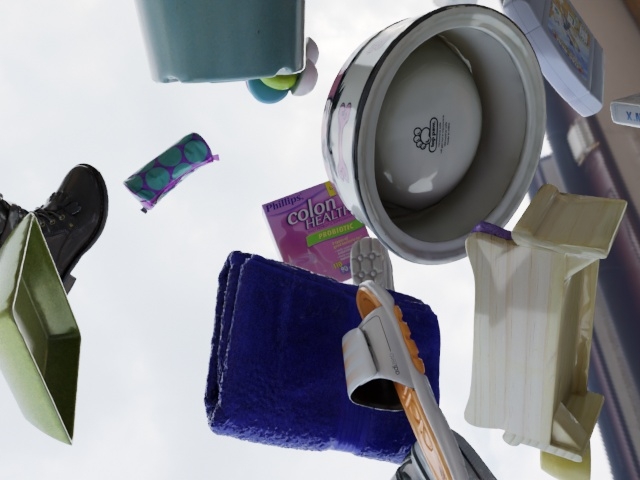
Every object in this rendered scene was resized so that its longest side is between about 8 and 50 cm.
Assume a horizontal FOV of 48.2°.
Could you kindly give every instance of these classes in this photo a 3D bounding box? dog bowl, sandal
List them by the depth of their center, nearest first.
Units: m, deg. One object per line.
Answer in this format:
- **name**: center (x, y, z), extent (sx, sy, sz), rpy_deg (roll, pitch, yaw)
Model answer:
- **sandal**: center (0.070, 0.156, 0.739), extent (0.076, 0.102, 0.265), rpy_deg (-16, -126, -10)
- **dog bowl**: center (0.176, -0.174, 1.164), extent (0.408, 0.408, 0.150), rpy_deg (-24, -151, -27)

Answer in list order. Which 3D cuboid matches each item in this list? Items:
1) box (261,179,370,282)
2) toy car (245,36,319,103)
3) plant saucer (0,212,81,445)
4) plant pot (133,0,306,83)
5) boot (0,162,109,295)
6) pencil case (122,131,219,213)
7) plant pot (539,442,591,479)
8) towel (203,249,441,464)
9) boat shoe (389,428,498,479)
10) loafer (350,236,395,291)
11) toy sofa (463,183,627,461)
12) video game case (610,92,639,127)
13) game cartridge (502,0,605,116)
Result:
- **box**: center (0.000, 0.000, 1.710), extent (0.213, 0.117, 0.243), rpy_deg (-20, -101, -7)
- **toy car**: center (-0.095, -0.339, 1.398), extent (0.159, 0.136, 0.182), rpy_deg (21, -137, -19)
- **plant saucer**: center (-0.310, 0.095, 0.766), extent (0.045, 0.188, 0.188), rpy_deg (-12, -146, -7)
- **plant pot**: center (-0.159, -0.426, 1.121), extent (0.341, 0.334, 0.341), rpy_deg (-4, -163, 1)
- **boot**: center (-0.408, -0.029, 0.986), extent (0.091, 0.229, 0.263), rpy_deg (7, -110, 19)
- **pencil case**: center (-0.244, -0.113, 1.167), extent (0.151, 0.064, 0.070), rpy_deg (-42, -113, -17)
- **plant pot**: center (0.511, 0.448, 1.500), extent (0.095, 0.134, 0.134), rpy_deg (1, -133, 15)
- **towel**: center (0.017, 0.143, 0.875), extent (0.308, 0.076, 0.228), rpy_deg (16, -119, -27)
- **boat shoe**: center (0.173, 0.350, 0.739), extent (0.121, 0.119, 0.335), rpy_deg (24, -159, -30)
- **loafer**: center (0.117, 0.153, 1.549), extent (0.112, 0.111, 0.320), rpy_deg (1, -96, 22)
- **toy sofa**: center (0.312, 0.114, 1.008), extent (0.177, 0.363, 0.150), rpy_deg (11, -149, 29)
- **video game case**: center (0.569, -0.184, 0.847), extent (0.329, 0.036, 0.300), rpy_deg (-15, -165, -1)
- **game cartridge**: center (0.457, -0.387, 1.372), extent (0.297, 0.062, 0.198), rpy_deg (41, -136, -26)
